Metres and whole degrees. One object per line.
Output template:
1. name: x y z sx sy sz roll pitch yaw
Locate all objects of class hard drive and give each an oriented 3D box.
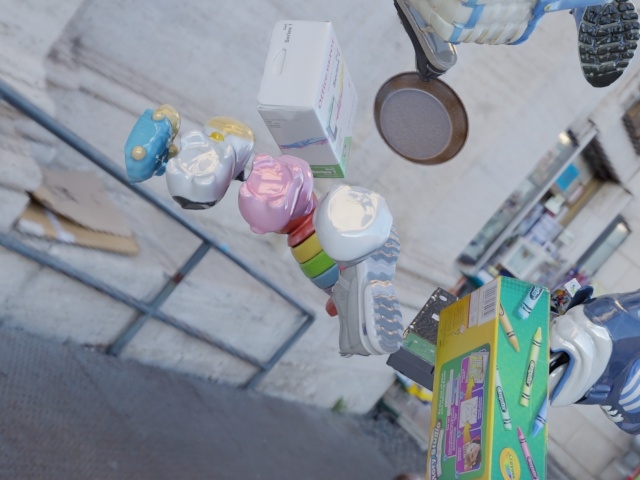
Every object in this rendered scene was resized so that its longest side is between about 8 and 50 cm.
1. hard drive: 0.294 0.230 1.843 0.237 0.064 0.339 29 24 11

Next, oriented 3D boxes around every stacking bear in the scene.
1. stacking bear: 0.000 0.000 1.768 0.289 0.164 0.175 48 -11 -11

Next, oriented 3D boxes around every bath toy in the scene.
1. bath toy: -0.072 -0.063 1.119 0.348 0.151 0.129 24 -29 12

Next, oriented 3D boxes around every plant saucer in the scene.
1. plant saucer: 0.189 -0.229 1.692 0.198 0.198 0.036 39 -24 -1

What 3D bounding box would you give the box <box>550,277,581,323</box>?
1. box: 0.456 0.167 1.716 0.036 0.207 0.114 -25 75 -34

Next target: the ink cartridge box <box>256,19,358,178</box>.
1. ink cartridge box: -0.018 -0.275 1.749 0.117 0.201 0.278 4 -22 16

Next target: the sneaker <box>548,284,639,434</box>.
1. sneaker: 0.412 0.212 1.352 0.130 0.236 0.323 -118 -164 -44

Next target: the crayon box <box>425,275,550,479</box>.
1. crayon box: 0.215 0.204 1.138 0.081 0.278 0.165 15 -25 -16

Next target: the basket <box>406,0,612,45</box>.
1. basket: 0.237 -0.384 1.171 0.289 0.201 0.255 -22 60 -38

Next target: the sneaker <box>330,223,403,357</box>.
1. sneaker: 0.056 0.053 1.403 0.105 0.115 0.281 27 52 -40

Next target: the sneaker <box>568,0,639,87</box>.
1. sneaker: 0.604 -0.483 1.880 0.130 0.330 0.147 3 -7 8

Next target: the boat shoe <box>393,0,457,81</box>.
1. boat shoe: 0.138 -0.336 1.337 0.075 0.065 0.206 -13 74 -33
